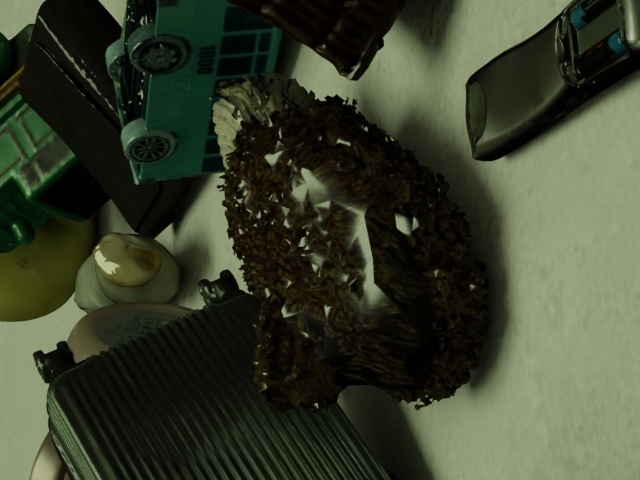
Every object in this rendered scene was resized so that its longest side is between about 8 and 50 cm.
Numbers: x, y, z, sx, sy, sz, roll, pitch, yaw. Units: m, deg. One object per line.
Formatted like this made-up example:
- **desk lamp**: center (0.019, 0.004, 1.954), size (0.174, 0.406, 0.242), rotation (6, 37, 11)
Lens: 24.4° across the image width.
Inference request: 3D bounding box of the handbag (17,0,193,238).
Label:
- **handbag**: center (-0.226, -0.136, 1.617), size (0.247, 0.080, 0.223), rotation (50, 155, 4)

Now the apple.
- **apple**: center (-0.441, -0.019, 2.094), size (0.262, 0.262, 0.262), rotation (178, 90, -70)

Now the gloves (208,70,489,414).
- **gloves**: center (0.006, 0.003, 1.027), size (0.312, 0.135, 0.210), rotation (-146, 58, -64)

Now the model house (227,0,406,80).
- **model house**: center (-0.004, -0.293, 0.988), size (0.282, 0.297, 0.317), rotation (39, 119, 24)

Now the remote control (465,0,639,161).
- **remote control**: center (0.131, -0.096, 0.826), size (0.212, 0.028, 0.059), rotation (144, 120, -66)

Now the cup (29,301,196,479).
- **cup**: center (-0.187, 0.186, 1.427), size (0.191, 0.253, 0.200), rotation (20, 114, 28)

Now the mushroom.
- **mushroom**: center (-0.218, 0.044, 1.687), size (0.351, 0.109, 0.097), rotation (148, 144, -74)

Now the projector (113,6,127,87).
- **projector**: center (-0.120, -0.259, 1.384), size (0.337, 0.108, 0.108), rotation (110, 150, -48)

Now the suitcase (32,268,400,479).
- **suitcase**: center (-0.071, 0.178, 1.080), size (0.312, 0.202, 0.128), rotation (54, 157, 35)

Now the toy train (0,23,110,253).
- **toy train**: center (-0.395, -0.100, 1.852), size (0.429, 0.178, 0.249), rotation (-40, 65, 12)

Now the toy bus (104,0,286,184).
- **toy bus**: center (-0.108, -0.176, 1.303), size (0.256, 0.147, 0.128), rotation (107, 152, -52)
